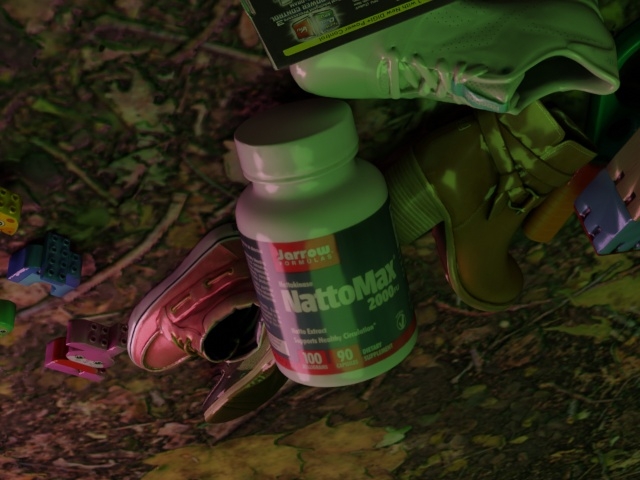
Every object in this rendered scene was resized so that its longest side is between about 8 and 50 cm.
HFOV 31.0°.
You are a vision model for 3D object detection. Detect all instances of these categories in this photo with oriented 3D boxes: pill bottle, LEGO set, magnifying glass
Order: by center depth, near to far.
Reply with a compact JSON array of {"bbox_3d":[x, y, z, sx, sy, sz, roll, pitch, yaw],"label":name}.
[{"bbox_3d":[0.000,0.000,0.800,0.108,0.108,0.180,-14,115,1],"label":"pill bottle"},{"bbox_3d":[-0.223,0.017,0.804,0.227,0.087,0.093,24,143,-36],"label":"LEGO set"},{"bbox_3d":[0.220,-0.082,0.870,0.092,0.026,0.231,7,134,-24],"label":"magnifying glass"}]

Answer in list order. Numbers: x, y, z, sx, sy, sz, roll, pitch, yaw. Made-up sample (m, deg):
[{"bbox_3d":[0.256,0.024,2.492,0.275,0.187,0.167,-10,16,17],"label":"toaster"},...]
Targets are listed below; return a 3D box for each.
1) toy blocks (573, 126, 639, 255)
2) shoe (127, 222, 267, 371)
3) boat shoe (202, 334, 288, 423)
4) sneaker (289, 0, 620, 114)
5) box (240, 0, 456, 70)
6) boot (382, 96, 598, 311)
[{"bbox_3d":[0.365,-0.063,0.821,0.381,0.191,0.261,-8,151,-24],"label":"toy blocks"},{"bbox_3d":[-0.098,0.070,0.909,0.063,0.081,0.178,17,132,-32],"label":"shoe"},{"bbox_3d":[-0.052,0.101,0.987,0.152,0.049,0.056,-44,150,26],"label":"boat shoe"},{"bbox_3d":[0.088,-0.114,0.736,0.212,0.094,0.080,-9,142,-6],"label":"sneaker"},{"bbox_3d":[0.057,-0.228,0.620,0.270,0.060,0.216,-20,141,9],"label":"box"},{"bbox_3d":[0.145,-0.028,0.874,0.152,0.073,0.197,-36,138,19],"label":"boot"}]
